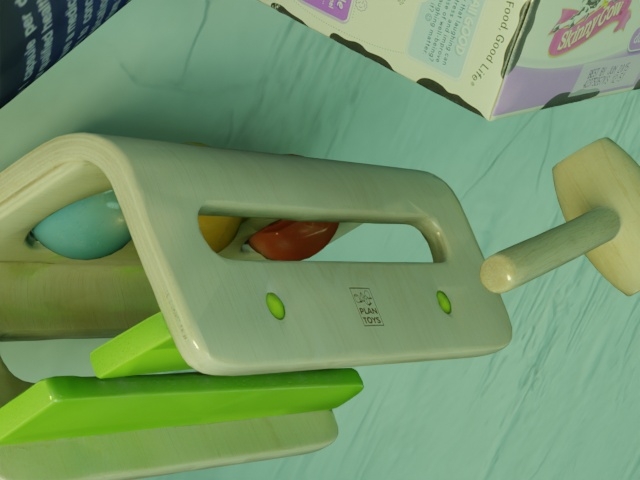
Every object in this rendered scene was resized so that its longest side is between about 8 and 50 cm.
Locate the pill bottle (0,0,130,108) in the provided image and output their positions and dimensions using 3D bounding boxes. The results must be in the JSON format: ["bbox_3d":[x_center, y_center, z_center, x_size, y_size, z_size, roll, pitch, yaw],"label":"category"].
[{"bbox_3d":[-0.115,-0.120,0.551,0.265,0.153,0.153,-45,149,-27],"label":"pill bottle"}]

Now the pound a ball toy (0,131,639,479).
[{"bbox_3d":[0.000,0.000,0.834,0.208,0.136,0.319,-32,164,27],"label":"pound a ball toy"}]

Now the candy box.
[{"bbox_3d":[0.043,-0.125,0.756,0.165,0.196,0.070,-14,128,-53],"label":"candy box"}]
